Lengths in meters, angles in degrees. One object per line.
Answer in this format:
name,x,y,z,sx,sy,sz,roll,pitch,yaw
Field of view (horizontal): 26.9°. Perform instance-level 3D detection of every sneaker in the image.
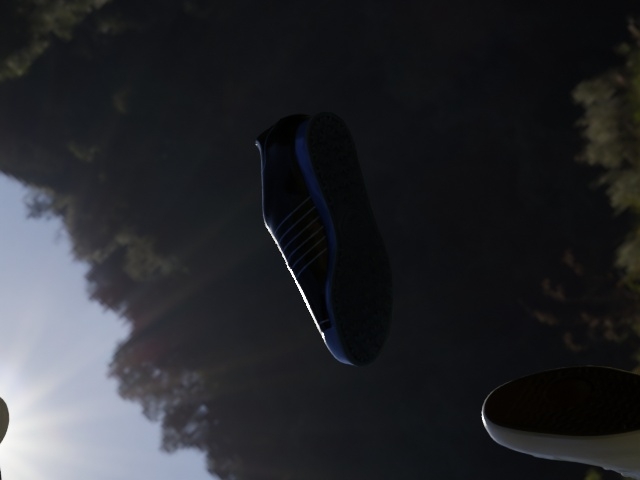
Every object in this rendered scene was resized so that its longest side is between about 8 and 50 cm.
sneaker,0.287,0.185,1.166,0.106,0.290,0.123,-64,-31,-53
sneaker,0.000,0.000,1.212,0.081,0.090,0.232,-13,-85,-40

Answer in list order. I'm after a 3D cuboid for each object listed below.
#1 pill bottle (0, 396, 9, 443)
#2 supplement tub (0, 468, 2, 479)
pill bottle,-0.398,0.174,1.394,0.137,0.078,0.078,20,180,30
supplement tub,-0.343,0.232,0.983,0.207,0.338,0.207,9,-136,-9
